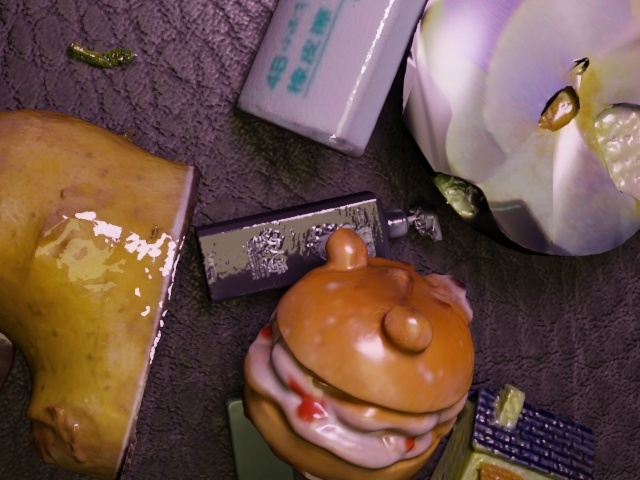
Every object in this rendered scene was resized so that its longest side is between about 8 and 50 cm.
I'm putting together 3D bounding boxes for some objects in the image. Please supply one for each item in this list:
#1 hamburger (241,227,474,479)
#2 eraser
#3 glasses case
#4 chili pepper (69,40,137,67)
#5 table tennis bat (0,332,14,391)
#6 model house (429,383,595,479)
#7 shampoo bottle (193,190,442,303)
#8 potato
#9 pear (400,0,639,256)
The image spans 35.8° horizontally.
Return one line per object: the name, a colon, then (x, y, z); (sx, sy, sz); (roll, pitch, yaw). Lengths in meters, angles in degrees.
hamburger: (0.055, 0.127, 1.163); (0.277, 0.276, 0.236); (15, 117, -11)
eraser: (0.025, -0.257, 1.184); (0.104, 0.189, 0.289); (20, 93, -45)
glasses case: (-0.075, 0.286, 1.298); (0.078, 0.039, 0.184); (-9, 98, -8)
chili pepper: (-0.266, -0.226, 1.217); (0.083, 0.022, 0.027); (6, 97, -6)
table tennis bat: (-0.444, 0.110, 1.227); (0.154, 0.021, 0.274); (28, 93, -13)
model house: (0.265, 0.309, 1.293); (0.194, 0.170, 0.211); (22, 92, -9)
shampoo bottle: (0.000, -0.001, 1.264); (0.310, 0.071, 0.098); (-13, 95, -10)
potato: (-0.311, 0.047, 1.113); (0.296, 0.290, 0.396); (16, 77, -8)
pear: (0.278, -0.180, 1.239); (0.399, 0.165, 0.398); (-1, 97, -9)
